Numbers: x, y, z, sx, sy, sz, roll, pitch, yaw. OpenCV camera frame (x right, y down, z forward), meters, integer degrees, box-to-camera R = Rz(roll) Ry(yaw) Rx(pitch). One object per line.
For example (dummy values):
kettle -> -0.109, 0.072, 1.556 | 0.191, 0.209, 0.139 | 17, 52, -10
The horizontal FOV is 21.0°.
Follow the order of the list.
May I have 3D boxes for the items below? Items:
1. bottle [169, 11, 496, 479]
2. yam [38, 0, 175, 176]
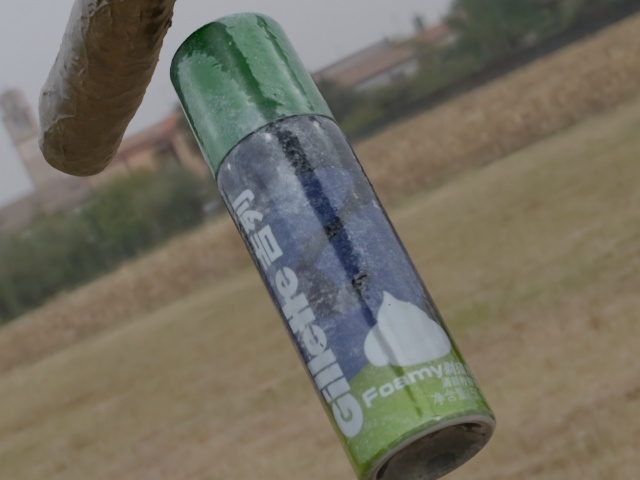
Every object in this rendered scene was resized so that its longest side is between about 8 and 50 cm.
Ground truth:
bottle -> 0.000, 0.000, 1.107 | 0.093, 0.330, 0.093 | -21, -29, -12
yam -> -0.127, -0.164, 1.169 | 0.081, 0.081, 0.357 | -28, -15, -35
